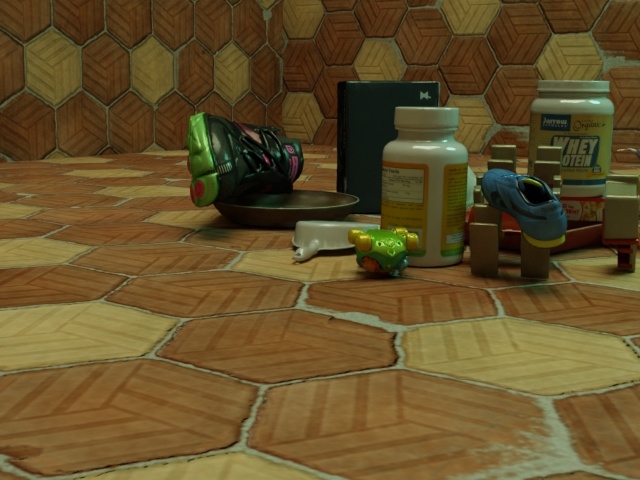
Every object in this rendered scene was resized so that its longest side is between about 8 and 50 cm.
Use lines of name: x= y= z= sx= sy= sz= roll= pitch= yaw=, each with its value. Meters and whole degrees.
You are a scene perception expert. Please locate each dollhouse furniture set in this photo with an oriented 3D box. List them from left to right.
dollhouse furniture set: x=0.362 y=-0.030 z=1.367 sx=0.259 sy=0.135 sz=0.262 roll=3 pitch=33 yaw=17

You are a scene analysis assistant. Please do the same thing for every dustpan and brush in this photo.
dustpan and brush: x=0.000 y=0.000 z=1.459 sx=0.147 sy=0.060 sz=0.211 roll=3 pitch=3 yaw=22

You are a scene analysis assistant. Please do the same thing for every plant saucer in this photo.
plant saucer: x=-0.074 y=-0.068 z=1.824 sx=0.311 sy=0.050 sz=0.310 roll=0 pitch=9 yaw=0
plant saucer: x=0.379 y=-0.021 z=1.598 sx=0.258 sy=0.047 sz=0.259 roll=-8 pitch=14 yaw=-43

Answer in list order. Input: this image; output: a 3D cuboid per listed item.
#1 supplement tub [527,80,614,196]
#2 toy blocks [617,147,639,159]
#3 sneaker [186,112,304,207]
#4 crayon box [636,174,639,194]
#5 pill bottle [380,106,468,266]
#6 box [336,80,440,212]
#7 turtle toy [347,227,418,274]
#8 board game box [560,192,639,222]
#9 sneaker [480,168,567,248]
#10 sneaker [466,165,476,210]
supplement tub: x=0.443 y=-0.183 z=1.547 sx=0.144 sy=0.199 sz=0.144 roll=0 pitch=11 yaw=0
toy blocks: x=0.807 y=-0.180 z=1.774 sx=0.289 sy=0.308 sz=0.260 roll=-2 pitch=16 yaw=-16
sneaker: x=-0.142 y=-0.171 z=1.754 sx=0.202 sy=0.185 sz=0.483 roll=-2 pitch=11 yaw=9
crayon box: x=0.821 y=-0.103 z=1.996 sx=0.323 sy=0.083 sz=0.203 roll=-1 pitch=10 yaw=-10
pill bottle: x=0.166 y=-0.089 z=1.392 sx=0.136 sy=0.245 sz=0.136 roll=1 pitch=10 yaw=0
box: x=0.151 y=-0.234 z=2.083 sx=0.212 sy=0.293 sz=0.395 roll=0 pitch=9 yaw=-2
turtle toy: x=0.089 y=0.015 z=1.308 sx=0.095 sy=0.066 sz=0.130 roll=-1 pitch=10 yaw=-12
board game box: x=0.487 y=-0.066 z=1.597 sx=0.194 sy=0.045 sz=0.147 roll=2 pitch=11 yaw=8
sneaker: x=0.289 y=-0.070 z=1.241 sx=0.069 sy=0.082 sz=0.209 roll=-15 pitch=31 yaw=-7
sneaker: x=0.285 y=-0.079 z=1.782 sx=0.106 sy=0.123 sz=0.290 roll=-35 pitch=13 yaw=31
